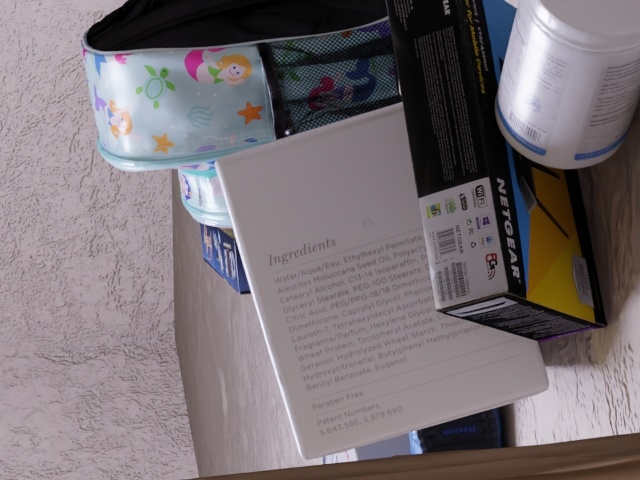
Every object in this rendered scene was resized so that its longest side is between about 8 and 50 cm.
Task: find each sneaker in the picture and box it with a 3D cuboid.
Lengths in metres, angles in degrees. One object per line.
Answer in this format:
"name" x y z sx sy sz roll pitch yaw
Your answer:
"sneaker" 0.098 0.181 1.299 0.082 0.069 0.209 -83 -10 -78

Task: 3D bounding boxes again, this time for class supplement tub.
"supplement tub" 0.126 -0.091 0.907 0.107 0.071 0.071 99 162 -55

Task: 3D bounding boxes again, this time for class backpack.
"backpack" -0.052 -0.116 1.421 0.225 0.253 0.191 -126 31 -71

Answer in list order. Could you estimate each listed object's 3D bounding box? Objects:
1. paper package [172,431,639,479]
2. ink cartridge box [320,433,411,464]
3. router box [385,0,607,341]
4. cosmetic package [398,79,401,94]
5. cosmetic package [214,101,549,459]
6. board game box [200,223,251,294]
"paper package" 0.056 0.256 0.811 0.168 0.309 0.325 172 93 -83
"ink cartridge box" 0.055 0.195 1.469 0.154 0.093 0.212 -106 15 -49
"router box" 0.095 -0.042 0.999 0.133 0.046 0.179 18 -120 -58
"cosmetic package" 0.084 -0.113 1.247 0.115 0.041 0.060 -121 27 -70
"cosmetic package" 0.036 0.017 1.123 0.151 0.151 0.184 -67 -39 -88
"board game box" 0.000 0.000 1.454 0.243 0.165 0.042 -149 53 -79
